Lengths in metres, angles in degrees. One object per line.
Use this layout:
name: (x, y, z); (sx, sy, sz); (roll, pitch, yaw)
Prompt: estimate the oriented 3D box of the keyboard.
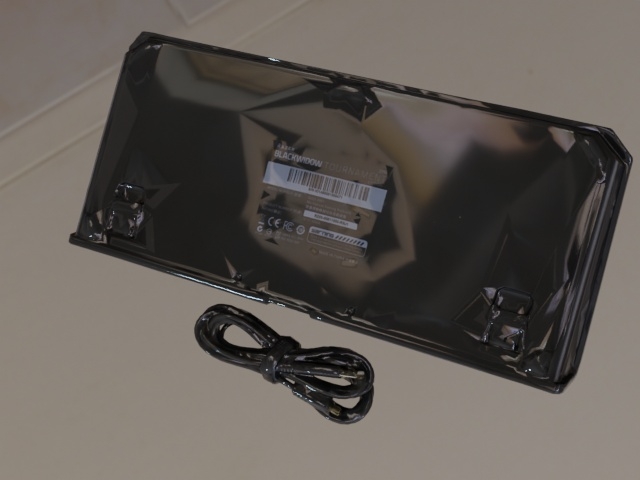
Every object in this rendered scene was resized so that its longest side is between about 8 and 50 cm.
keyboard: (0.000, 0.000, 0.380); (0.180, 0.108, 0.023); (16, 180, 25)
